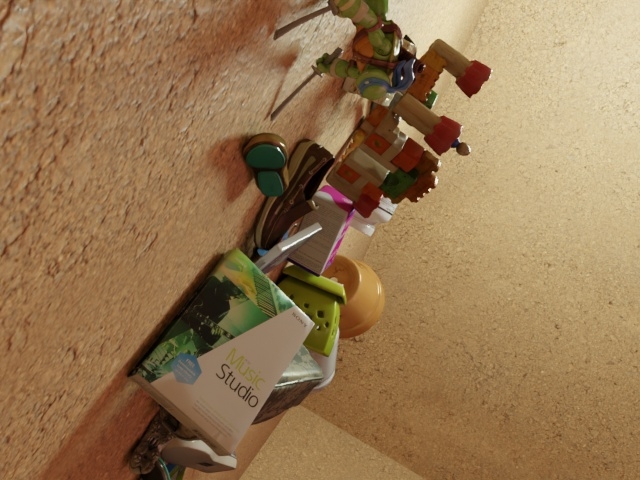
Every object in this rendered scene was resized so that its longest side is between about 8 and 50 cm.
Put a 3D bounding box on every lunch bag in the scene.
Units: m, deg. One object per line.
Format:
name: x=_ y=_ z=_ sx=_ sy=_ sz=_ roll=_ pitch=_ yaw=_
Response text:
lunch bag: x=-0.182 y=0.315 z=1.592 sx=0.256 sy=0.212 sz=0.305 roll=-48 pitch=158 yaw=14

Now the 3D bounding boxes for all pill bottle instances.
pill bottle: x=0.181 y=-0.183 z=2.292 sx=0.323 sy=0.181 sz=0.181 roll=-61 pitch=171 yaw=4

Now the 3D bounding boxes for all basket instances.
basket: x=0.138 y=-0.397 z=1.651 sx=0.167 sy=0.103 sz=0.113 roll=-63 pitch=170 yaw=15

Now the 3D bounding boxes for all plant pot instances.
plant pot: x=-0.043 y=0.202 z=2.116 sx=0.227 sy=0.228 sz=0.207 roll=73 pitch=40 yaw=-77
plant pot: x=0.065 y=0.178 z=2.540 sx=0.291 sy=0.290 sz=0.203 roll=-59 pitch=154 yaw=-13

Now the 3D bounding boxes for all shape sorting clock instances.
shape sorting clock: x=-0.408 y=0.627 z=1.922 sx=0.206 sy=0.040 sz=0.206 roll=-58 pitch=166 yaw=-23

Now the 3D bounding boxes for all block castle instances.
block castle: x=0.228 y=-0.259 z=1.838 sx=0.303 sy=0.212 sz=0.453 roll=-59 pitch=-170 yaw=-32

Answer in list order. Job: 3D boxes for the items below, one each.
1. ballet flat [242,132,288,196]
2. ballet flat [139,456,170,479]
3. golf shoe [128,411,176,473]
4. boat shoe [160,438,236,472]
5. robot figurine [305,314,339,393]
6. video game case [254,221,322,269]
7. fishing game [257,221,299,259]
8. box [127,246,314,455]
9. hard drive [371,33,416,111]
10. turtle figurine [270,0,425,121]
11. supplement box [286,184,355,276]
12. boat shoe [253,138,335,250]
ballet flat: x=-0.095 y=-0.150 z=1.278 sx=0.232 sy=0.080 sz=0.073 roll=98 pitch=-6 yaw=-72
ballet flat: x=-0.402 y=0.631 z=1.761 sx=0.096 sy=0.095 sz=0.281 roll=-29 pitch=141 yaw=-25
golf shoe: x=-0.363 y=0.435 z=1.587 sx=0.176 sy=0.069 sz=0.086 roll=-50 pitch=-174 yaw=-40
boat shoe: x=-0.319 y=0.505 z=1.896 sx=0.340 sy=0.127 sz=0.158 roll=63 pitch=18 yaw=-61
robot figurine: x=-0.046 y=0.363 z=2.368 sx=0.300 sy=0.199 sz=0.354 roll=-38 pitch=145 yaw=-40
video game case: x=-0.103 y=0.040 z=1.610 sx=0.183 sy=0.023 sz=0.201 roll=-39 pitch=177 yaw=30
fishing game: x=-0.091 y=-0.027 z=1.709 sx=0.189 sy=0.041 sz=0.264 roll=-57 pitch=167 yaw=-23
box: x=-0.174 y=0.203 z=1.362 sx=0.058 sy=0.232 sz=0.322 roll=-25 pitch=-155 yaw=50
hard drive: x=0.207 y=-0.443 z=2.051 sx=0.172 sy=0.054 sz=0.255 roll=-58 pitch=170 yaw=-21
turtle figurine: x=0.033 y=-0.361 z=1.198 sx=0.198 sy=0.274 sz=0.266 roll=58 pitch=37 yaw=-54
supplement box: x=0.006 y=-0.028 z=2.017 sx=0.111 sy=0.113 sz=0.220 roll=-43 pitch=158 yaw=-60
boat shoe: x=-0.052 y=-0.086 z=1.534 sx=0.258 sy=0.095 sz=0.095 roll=-64 pitch=160 yaw=6
